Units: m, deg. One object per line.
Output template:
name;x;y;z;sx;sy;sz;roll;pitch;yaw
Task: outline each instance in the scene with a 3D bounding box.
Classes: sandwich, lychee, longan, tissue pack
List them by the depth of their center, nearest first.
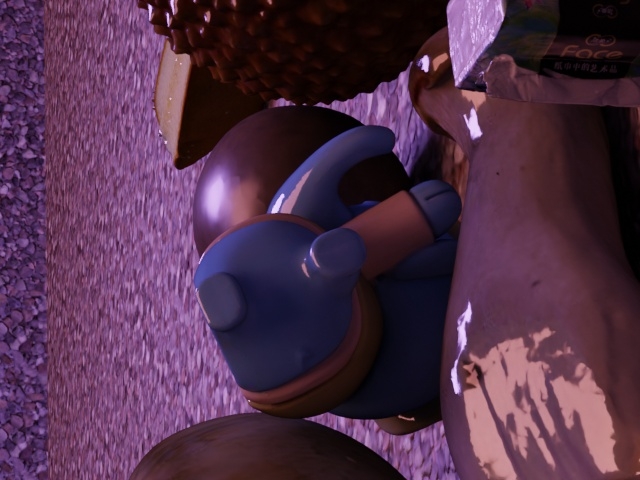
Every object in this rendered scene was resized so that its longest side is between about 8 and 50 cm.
tissue pack;0.131;-0.104;0.994;0.085;0.111;0.079;123;146;-64
lychee;-0.023;-0.219;1.321;0.267;0.267;0.267;-177;90;-75
longan;-0.012;-0.009;1.408;0.167;0.167;0.187;-106;26;-51
sandwich;-0.100;-0.180;1.882;0.244;0.088;0.090;106;145;-48

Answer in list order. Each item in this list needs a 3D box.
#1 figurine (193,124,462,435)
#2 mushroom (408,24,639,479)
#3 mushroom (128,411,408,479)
figurine;0.026;0.034;1.169;0.180;0.154;0.262;-55;-22;-2
mushroom;0.126;0.016;1.029;0.159;0.122;0.329;-29;51;29
mushroom;-0.028;0.274;1.203;0.352;0.260;0.352;173;90;-81
